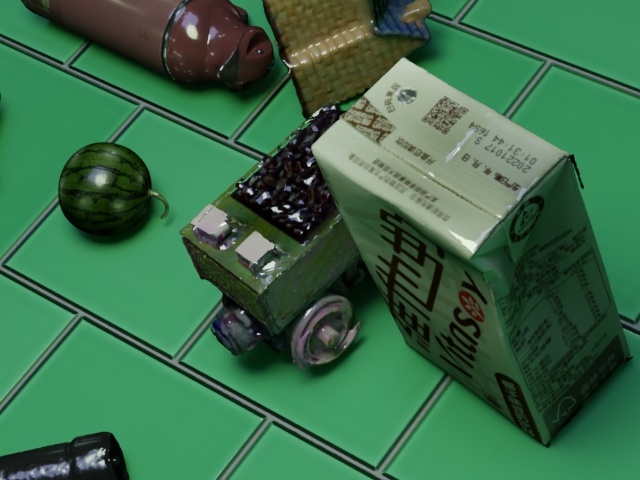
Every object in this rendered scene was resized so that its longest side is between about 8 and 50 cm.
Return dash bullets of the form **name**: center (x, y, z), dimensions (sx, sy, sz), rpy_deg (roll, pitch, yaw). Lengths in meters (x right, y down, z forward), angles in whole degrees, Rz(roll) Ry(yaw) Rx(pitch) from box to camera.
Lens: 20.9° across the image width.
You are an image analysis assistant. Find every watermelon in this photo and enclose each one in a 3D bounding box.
- **watermelon**: center (-0.219, -0.054, 1.801), dimensions (0.109, 0.109, 0.109), rpy_deg (-7, 52, 10)

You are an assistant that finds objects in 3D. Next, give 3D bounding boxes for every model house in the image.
- **model house**: center (0.021, -0.262, 1.839), dimensions (0.172, 0.183, 0.166), rpy_deg (-21, 53, 2)

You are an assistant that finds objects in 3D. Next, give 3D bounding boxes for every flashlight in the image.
- **flashlight**: center (-0.296, 0.231, 1.615), dimensions (0.232, 0.093, 0.093), rpy_deg (-13, 52, 5)

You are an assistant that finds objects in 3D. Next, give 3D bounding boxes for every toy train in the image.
- **toy train**: center (0.000, 0.000, 1.651), dimensions (0.261, 0.177, 0.134), rpy_deg (-42, 54, -18)

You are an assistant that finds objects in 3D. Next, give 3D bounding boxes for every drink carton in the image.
- **drink carton**: center (0.137, 0.018, 1.511), dimensions (0.132, 0.324, 0.194), rpy_deg (-45, 53, -14)

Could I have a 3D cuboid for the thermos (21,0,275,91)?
- **thermos**: center (-0.179, -0.246, 1.943), dimensions (0.330, 0.136, 0.110), rpy_deg (27, 92, 30)
